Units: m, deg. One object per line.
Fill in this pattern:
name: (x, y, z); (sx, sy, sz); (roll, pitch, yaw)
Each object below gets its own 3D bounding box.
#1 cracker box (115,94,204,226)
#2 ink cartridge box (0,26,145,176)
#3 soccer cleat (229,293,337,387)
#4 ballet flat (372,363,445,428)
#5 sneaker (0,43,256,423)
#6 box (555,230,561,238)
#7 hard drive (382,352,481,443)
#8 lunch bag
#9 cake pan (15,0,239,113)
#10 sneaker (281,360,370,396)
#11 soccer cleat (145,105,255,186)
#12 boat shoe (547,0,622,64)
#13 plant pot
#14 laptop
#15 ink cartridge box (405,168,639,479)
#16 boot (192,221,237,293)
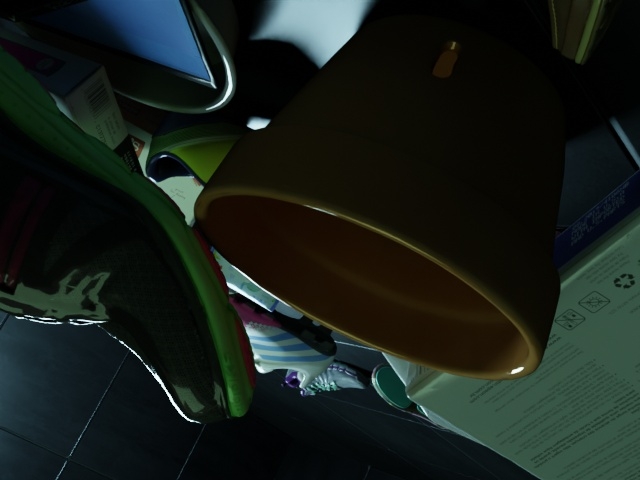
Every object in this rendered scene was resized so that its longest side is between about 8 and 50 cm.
cracker box: (-0.236, -0.057, 1.040); (0.156, 0.067, 0.232); (29, 124, -7)
ink cartridge box: (-0.373, -0.164, 0.917); (0.371, 0.069, 0.175); (21, 146, 24)
soccer cleat: (-0.127, 0.178, 1.536); (0.331, 0.143, 0.116); (31, -162, -13)
ballet flat: (0.192, 0.319, 1.656); (0.222, 0.076, 0.079); (31, 180, -13)
sneaker: (-0.249, -0.001, 0.703); (0.483, 0.202, 0.185); (41, 168, 10)
box: (0.267, 0.112, 0.930); (0.214, 0.117, 0.243); (31, 161, -12)
hard drive: (0.167, 0.172, 1.084); (0.210, 0.040, 0.318); (28, -169, -25)
lunch bag: (-0.083, 0.006, 1.152); (0.129, 0.096, 0.151); (28, 132, -5)
cake pan: (-0.199, -0.229, 0.746); (0.293, 0.054, 0.293); (24, 161, 9)
sneaker: (0.012, 0.332, 1.863); (0.224, 0.098, 0.083); (10, 155, 41)
soccer cleat: (-0.063, -0.070, 0.878); (0.289, 0.121, 0.093); (19, 160, 23)
boat shoe: (0.144, -0.174, 0.438); (0.060, 0.064, 0.178); (24, 155, 24)
plant pot: (0.072, -0.041, 0.654); (0.291, 0.203, 0.291); (24, 160, 9)
laptop: (-0.239, -0.178, 0.632); (0.234, 0.264, 0.136); (21, 124, 15)
ink cartridge box: (0.307, 0.125, 0.746); (0.330, 0.071, 0.324); (32, 126, -16)
boot: (-0.191, 0.025, 1.353); (0.236, 0.085, 0.179); (33, 162, -19)
